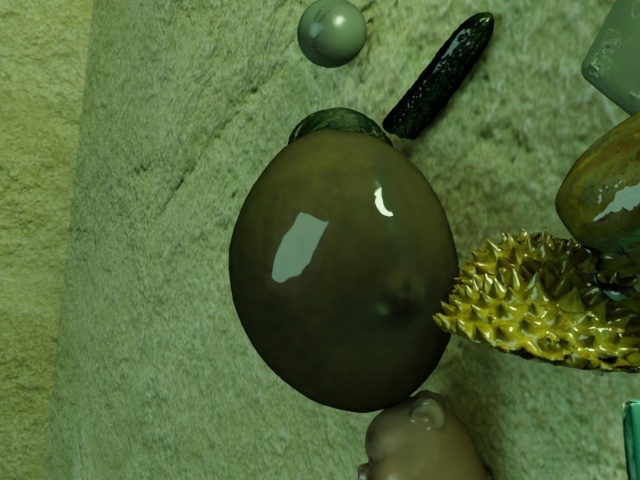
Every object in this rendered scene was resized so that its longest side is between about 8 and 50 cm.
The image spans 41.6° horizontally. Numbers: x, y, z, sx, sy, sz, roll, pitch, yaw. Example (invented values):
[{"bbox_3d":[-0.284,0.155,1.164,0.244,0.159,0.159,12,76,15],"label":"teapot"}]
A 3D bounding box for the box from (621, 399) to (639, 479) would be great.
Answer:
[{"bbox_3d":[0.385,0.159,0.536,0.311,0.205,0.118,-10,78,57],"label":"box"}]

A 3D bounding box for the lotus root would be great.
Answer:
[{"bbox_3d":[0.310,-0.058,0.705,0.241,0.124,0.123,-32,36,25],"label":"lotus root"}]

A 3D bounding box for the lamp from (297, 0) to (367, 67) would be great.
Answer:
[{"bbox_3d":[0.017,-0.309,1.254,0.105,0.105,0.105,-3,87,59],"label":"lamp"}]

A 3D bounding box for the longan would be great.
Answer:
[{"bbox_3d":[0.029,0.040,0.997,0.288,0.288,0.350,47,150,49],"label":"longan"}]

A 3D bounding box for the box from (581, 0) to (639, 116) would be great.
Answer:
[{"bbox_3d":[0.319,-0.184,0.759,0.124,0.092,0.172,56,134,44],"label":"box"}]

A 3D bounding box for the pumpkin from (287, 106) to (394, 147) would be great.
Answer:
[{"bbox_3d":[0.032,-0.096,1.167,0.190,0.146,0.190,159,90,-89],"label":"pumpkin"}]

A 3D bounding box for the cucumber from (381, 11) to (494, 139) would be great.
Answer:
[{"bbox_3d":[0.154,-0.206,1.077,0.052,0.058,0.215,38,133,-2],"label":"cucumber"}]

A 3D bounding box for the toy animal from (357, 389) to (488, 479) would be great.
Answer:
[{"bbox_3d":[0.127,0.308,1.003,0.166,0.154,0.250,147,117,-77],"label":"toy animal"}]

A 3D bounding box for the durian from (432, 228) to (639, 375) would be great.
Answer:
[{"bbox_3d":[0.220,0.058,0.836,0.249,0.183,0.138,20,86,58],"label":"durian"}]
